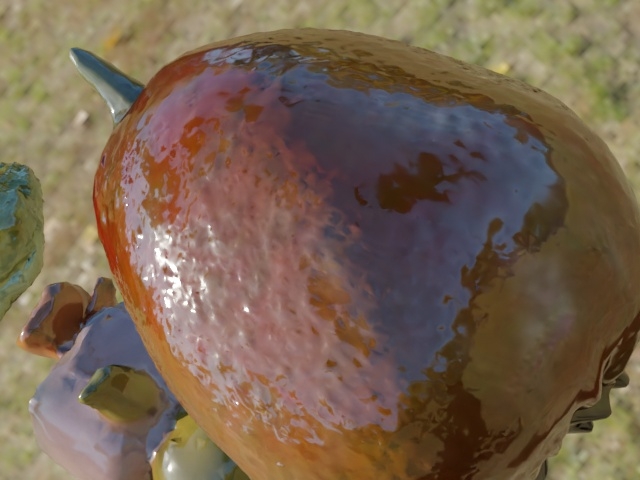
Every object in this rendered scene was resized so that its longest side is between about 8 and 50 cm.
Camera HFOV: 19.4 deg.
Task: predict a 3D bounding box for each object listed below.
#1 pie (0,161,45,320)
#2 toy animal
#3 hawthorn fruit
[{"bbox_3d":[-0.251,0.031,0.966,0.248,0.090,0.201,5,37,47],"label":"pie"},{"bbox_3d":[-0.102,0.143,1.468,0.281,0.195,0.169,20,96,20],"label":"toy animal"},{"bbox_3d":[0.000,0.000,0.709,0.199,0.251,0.199,-54,-9,-13],"label":"hawthorn fruit"}]
